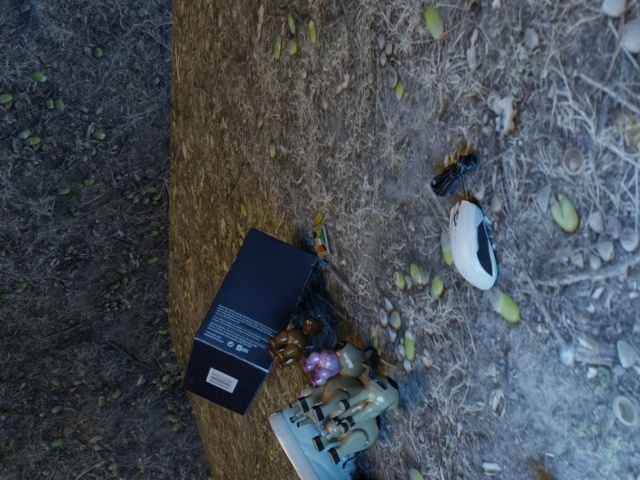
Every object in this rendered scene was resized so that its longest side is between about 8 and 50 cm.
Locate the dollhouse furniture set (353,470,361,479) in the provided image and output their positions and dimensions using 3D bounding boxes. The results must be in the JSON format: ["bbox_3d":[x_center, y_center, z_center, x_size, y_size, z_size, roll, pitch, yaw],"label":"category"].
[{"bbox_3d":[0.051,0.612,1.630,0.182,0.101,0.160,-132,37,-53],"label":"dollhouse furniture set"}]

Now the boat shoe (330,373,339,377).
[{"bbox_3d":[0.047,0.346,1.597,0.137,0.049,0.043,58,147,31],"label":"boat shoe"}]

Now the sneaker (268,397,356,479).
[{"bbox_3d":[0.032,0.499,1.575,0.366,0.150,0.135,53,175,23],"label":"sneaker"}]

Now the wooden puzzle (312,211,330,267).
[{"bbox_3d":[0.000,0.000,1.601,0.078,0.014,0.116,146,112,-67],"label":"wooden puzzle"}]

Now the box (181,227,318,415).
[{"bbox_3d":[-0.175,0.201,1.705,0.343,0.179,0.312,117,178,-56],"label":"box"}]

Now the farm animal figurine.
[{"bbox_3d":[0.056,0.299,1.414,0.330,0.172,0.326,34,143,51],"label":"farm animal figurine"}]

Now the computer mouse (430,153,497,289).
[{"bbox_3d":[0.206,-0.020,1.031,0.106,0.042,0.192,150,109,-66],"label":"computer mouse"}]
